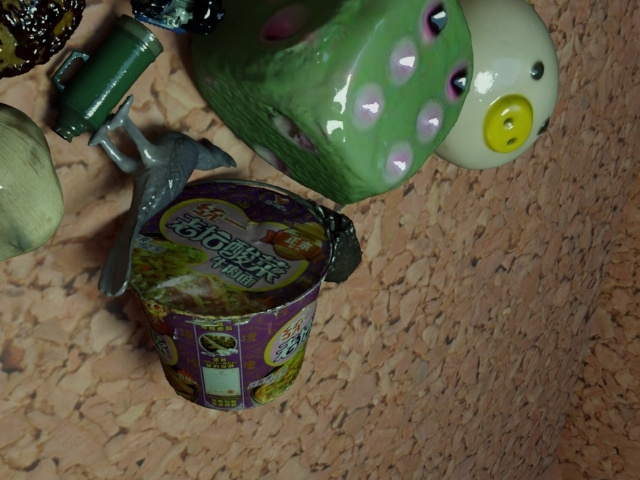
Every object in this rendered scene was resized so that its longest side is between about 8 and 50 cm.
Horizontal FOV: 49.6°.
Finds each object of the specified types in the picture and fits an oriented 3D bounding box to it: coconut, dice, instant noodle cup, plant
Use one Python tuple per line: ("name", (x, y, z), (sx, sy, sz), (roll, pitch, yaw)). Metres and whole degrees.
("coconut", (-0.415, -0.079, 0.814), (0.224, 0.224, 0.224), (-24, 126, -37))
("dice", (0.023, -0.274, 1.084), (0.322, 0.330, 0.318), (-52, 137, -11))
("instant noodle cup", (-0.151, 0.100, 1.128), (0.340, 0.340, 0.266), (-28, 139, -34))
("plant", (0.000, 0.000, 1.356), (0.129, 0.132, 0.194), (-59, 144, -9))

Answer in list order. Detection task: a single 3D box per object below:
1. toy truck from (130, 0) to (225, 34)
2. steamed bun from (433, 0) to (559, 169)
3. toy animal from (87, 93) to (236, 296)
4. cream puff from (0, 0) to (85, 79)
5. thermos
("toy truck", (-0.196, -0.393, 0.941), (0.113, 0.126, 0.208), (6, 98, -47))
("steamed bun", (0.313, -0.321, 1.384), (0.334, 0.334, 0.374), (-49, 143, -17))
("toy animal", (-0.254, -0.107, 1.026), (0.205, 0.081, 0.367), (59, 37, -22))
("cream puff", (-0.375, -0.295, 0.775), (0.239, 0.165, 0.239), (-21, 121, -39))
("thermos", (-0.304, -0.220, 0.959), (0.187, 0.073, 0.083), (-55, 152, -9))
